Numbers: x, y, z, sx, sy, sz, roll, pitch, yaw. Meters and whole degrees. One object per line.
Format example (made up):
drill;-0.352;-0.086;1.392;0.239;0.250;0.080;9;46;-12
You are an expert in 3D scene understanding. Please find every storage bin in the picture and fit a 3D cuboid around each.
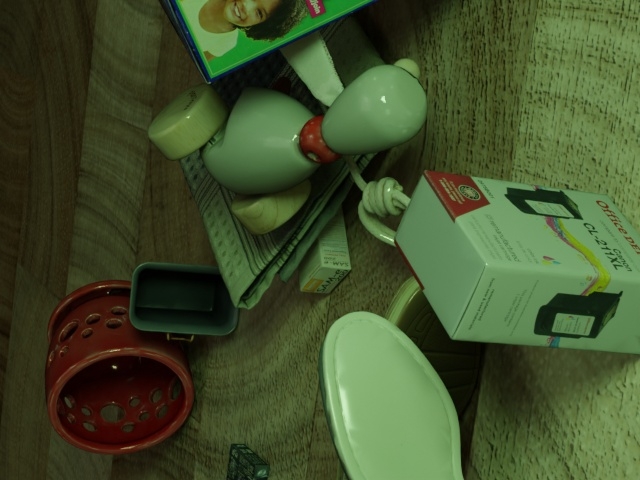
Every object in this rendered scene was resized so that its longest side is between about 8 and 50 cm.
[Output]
storage bin;-0.174;0.073;2.043;0.091;0.135;0.098;-154;69;-76

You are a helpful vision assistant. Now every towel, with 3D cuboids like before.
towel;-0.037;-0.122;1.794;0.312;0.056;0.324;-52;37;25

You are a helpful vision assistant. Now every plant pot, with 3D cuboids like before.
plant pot;-0.271;0.157;2.162;0.174;0.191;0.191;-108;32;-47

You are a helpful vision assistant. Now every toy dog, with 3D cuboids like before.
toy dog;-0.004;-0.120;1.572;0.334;0.220;0.161;6;52;36

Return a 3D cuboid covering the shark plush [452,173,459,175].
shark plush;0.152;-0.031;1.410;0.161;0.067;0.073;-119;40;-49

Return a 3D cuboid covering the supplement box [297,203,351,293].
supplement box;0.000;0.000;1.770;0.062;0.036;0.098;131;138;-53

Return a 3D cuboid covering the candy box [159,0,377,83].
candy box;-0.019;-0.314;1.524;0.122;0.317;0.268;64;177;-38

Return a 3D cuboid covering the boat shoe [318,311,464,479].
boat shoe;0.072;0.217;1.410;0.319;0.116;0.099;64;153;2

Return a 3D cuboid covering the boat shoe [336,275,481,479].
boat shoe;0.069;0.152;1.527;0.098;0.109;0.302;-128;41;-54

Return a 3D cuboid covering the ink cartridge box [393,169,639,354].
ink cartridge box;0.163;0.017;1.253;0.072;0.175;0.127;-68;31;29

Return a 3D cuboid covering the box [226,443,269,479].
box;-0.088;0.285;1.947;0.083;0.018;0.067;-154;70;-63
